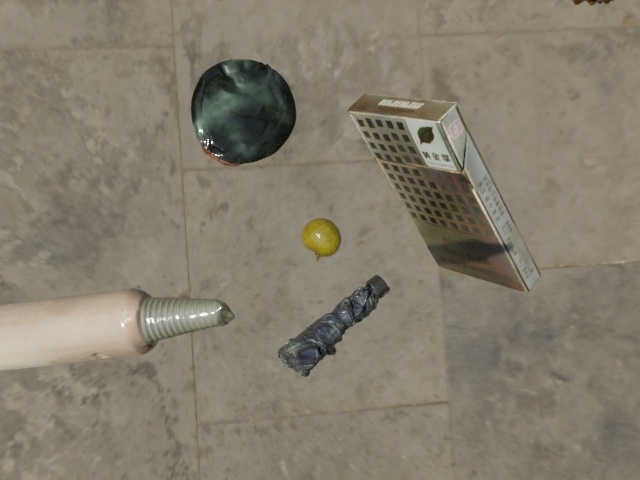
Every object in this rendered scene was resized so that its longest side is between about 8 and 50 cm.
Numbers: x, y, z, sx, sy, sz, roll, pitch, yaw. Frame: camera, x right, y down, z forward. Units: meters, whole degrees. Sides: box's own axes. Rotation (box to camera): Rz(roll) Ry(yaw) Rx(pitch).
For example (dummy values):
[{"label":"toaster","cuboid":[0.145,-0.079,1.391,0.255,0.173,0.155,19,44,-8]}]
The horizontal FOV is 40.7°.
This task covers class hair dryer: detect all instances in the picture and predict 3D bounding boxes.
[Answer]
[{"label":"hair dryer","cuboid":[-0.160,0.028,0.447,0.220,0.053,0.195,-21,64,10]}]

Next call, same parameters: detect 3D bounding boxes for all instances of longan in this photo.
[{"label":"longan","cuboid":[0.000,0.000,1.556,0.075,0.075,0.083,13,112,-7]}]

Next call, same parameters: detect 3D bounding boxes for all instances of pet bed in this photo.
[{"label":"pet bed","cuboid":[-0.138,-0.231,1.543,0.201,0.053,0.201,1,85,-9]}]

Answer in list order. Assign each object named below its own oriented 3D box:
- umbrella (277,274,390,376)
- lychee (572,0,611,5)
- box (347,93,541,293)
[{"label":"umbrella","cuboid":[0.029,0.144,1.470,0.224,0.080,0.071,-41,119,-15]},{"label":"lychee","cuboid":[0.336,-0.416,0.997,0.267,0.267,0.267,1,85,-8]},{"label":"box","cuboid":[0.177,-0.064,1.210,0.047,0.180,0.325,-48,126,-19]}]
